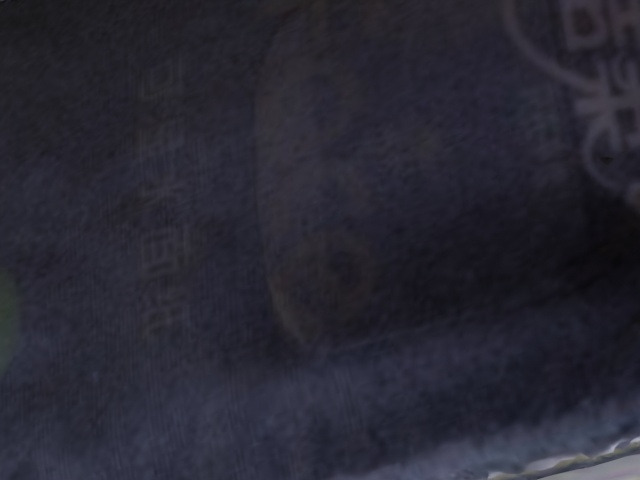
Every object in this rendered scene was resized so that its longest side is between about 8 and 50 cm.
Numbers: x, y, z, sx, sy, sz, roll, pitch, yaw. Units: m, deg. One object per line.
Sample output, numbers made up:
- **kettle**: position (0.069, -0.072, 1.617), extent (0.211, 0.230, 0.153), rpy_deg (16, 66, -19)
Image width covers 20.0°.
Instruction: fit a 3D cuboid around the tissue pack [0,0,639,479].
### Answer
- **tissue pack**: position (0.000, 0.000, 0.737), extent (0.394, 0.124, 0.288), rpy_deg (-15, 60, 20)
